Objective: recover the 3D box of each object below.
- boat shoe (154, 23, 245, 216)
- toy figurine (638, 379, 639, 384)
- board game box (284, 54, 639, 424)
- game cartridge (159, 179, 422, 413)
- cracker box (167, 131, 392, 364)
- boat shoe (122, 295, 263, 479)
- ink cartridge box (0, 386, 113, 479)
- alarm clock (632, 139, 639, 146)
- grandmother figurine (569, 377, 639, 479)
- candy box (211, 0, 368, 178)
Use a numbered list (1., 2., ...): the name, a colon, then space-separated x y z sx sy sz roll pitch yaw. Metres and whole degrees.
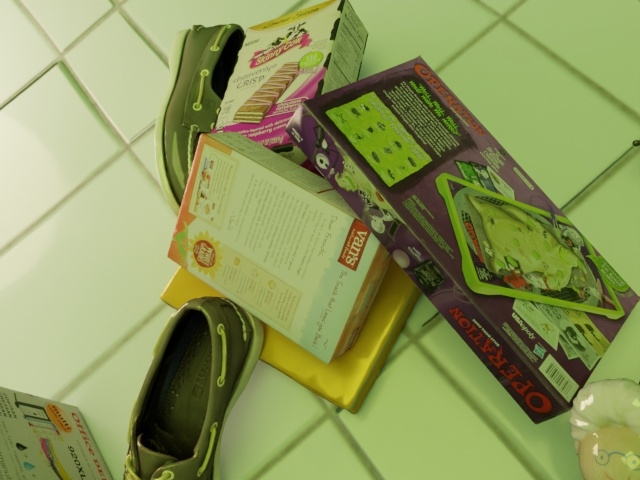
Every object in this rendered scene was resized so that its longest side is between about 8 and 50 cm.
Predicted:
1. boat shoe: -0.152 -0.170 0.864 0.091 0.109 0.305 -10 62 18
2. toy figurine: 0.388 0.174 0.511 0.209 0.148 0.213 -26 56 39
3. board game box: 0.146 -0.022 0.626 0.208 0.056 0.347 -33 79 -38
4. game cartridge: 0.000 0.000 0.787 0.285 0.052 0.323 26 75 24
5. cracker box: -0.043 0.001 0.685 0.232 0.067 0.155 31 114 22
6. boat shoe: -0.159 0.215 0.692 0.116 0.097 0.324 19 88 24
7. ink cartridge box: -0.356 0.273 0.679 0.168 0.232 0.171 -37 63 -2
8. alarm clock: 0.439 -0.105 0.657 0.192 0.129 0.064 17 69 -7
9. grandmother figurine: 0.226 0.272 0.456 0.208 0.104 0.342 -1 73 22
10. candy box: -0.041 -0.180 0.798 0.159 0.071 0.233 -7 56 31
